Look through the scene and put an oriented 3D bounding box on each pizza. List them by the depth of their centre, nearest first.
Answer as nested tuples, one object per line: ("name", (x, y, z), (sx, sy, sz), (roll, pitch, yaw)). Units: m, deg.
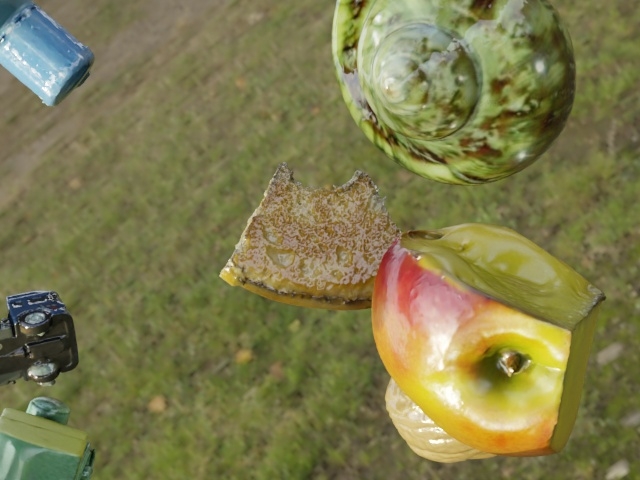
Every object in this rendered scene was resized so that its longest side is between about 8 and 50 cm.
("pizza", (0.000, 0.000, 1.939), (0.089, 0.324, 0.223), (136, 134, -59))

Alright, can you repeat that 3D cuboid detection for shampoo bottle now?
("shampoo bottle", (-0.276, -0.198, 0.943), (0.061, 0.258, 0.104), (-49, 4, 9))

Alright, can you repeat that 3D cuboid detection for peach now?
("peach", (0.207, 0.123, 1.694), (0.380, 0.306, 0.242), (-41, -31, -68))

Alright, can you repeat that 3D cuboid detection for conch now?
("conch", (0.068, -0.115, 0.803), (0.124, 0.187, 0.181), (-45, -10, -3))

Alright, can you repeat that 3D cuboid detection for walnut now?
("walnut", (0.235, 0.252, 2.109), (0.261, 0.225, 0.225), (-6, 36, 32))

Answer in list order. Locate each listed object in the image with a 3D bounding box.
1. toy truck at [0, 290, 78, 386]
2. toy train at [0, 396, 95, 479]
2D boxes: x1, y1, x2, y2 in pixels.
("toy truck", (-0.333, 0.104, 1.217), (0.202, 0.074, 0.088), (-13, 27, -17))
("toy train", (-0.392, 0.383, 1.617), (0.237, 0.150, 0.368), (-122, 50, -81))
